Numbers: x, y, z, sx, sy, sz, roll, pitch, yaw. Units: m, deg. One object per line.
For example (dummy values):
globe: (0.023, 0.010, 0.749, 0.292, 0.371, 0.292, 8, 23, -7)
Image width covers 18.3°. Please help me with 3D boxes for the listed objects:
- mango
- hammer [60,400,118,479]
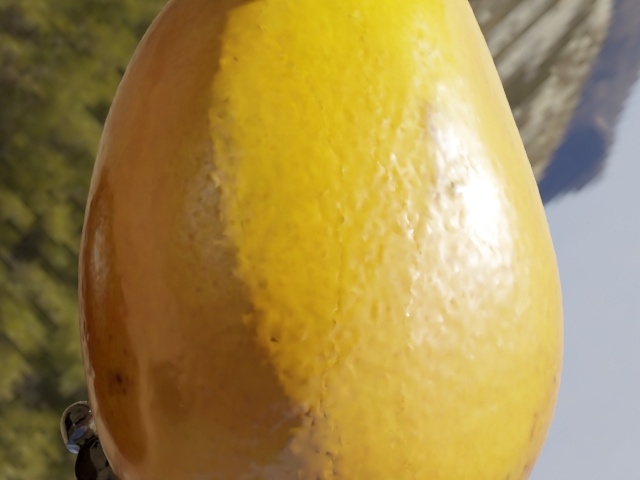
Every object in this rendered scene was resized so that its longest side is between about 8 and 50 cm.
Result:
mango: (0.000, 0.000, 0.590, 0.145, 0.219, 0.112, 5, 167, -21)
hammer: (-0.111, 0.136, 0.654, 0.178, 0.065, 0.021, -51, 147, 7)
